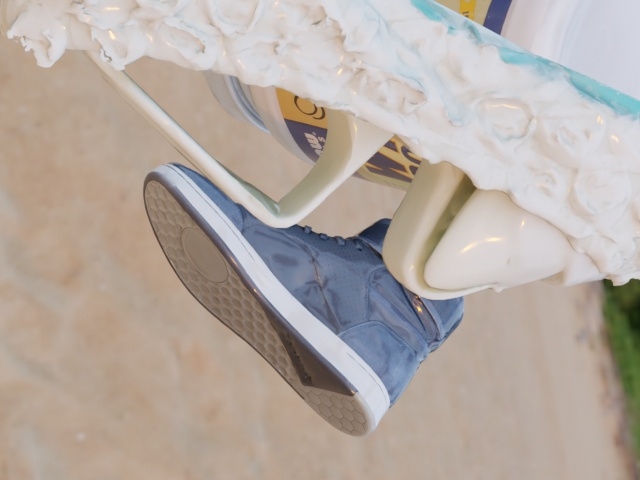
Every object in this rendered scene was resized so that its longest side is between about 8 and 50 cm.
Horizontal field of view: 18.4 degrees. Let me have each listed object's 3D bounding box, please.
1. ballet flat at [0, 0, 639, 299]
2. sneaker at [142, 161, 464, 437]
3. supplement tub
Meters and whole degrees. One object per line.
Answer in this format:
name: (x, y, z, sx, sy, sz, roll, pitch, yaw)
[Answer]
ballet flat: (0.029, -0.054, 0.890, 0.409, 0.147, 0.147, 28, 34, -24)
sneaker: (0.000, 0.001, 1.343, 0.226, 0.163, 0.086, 46, -28, -2)
supplement tub: (0.087, -0.145, 1.437, 0.228, 0.316, 0.228, -22, 120, -46)
